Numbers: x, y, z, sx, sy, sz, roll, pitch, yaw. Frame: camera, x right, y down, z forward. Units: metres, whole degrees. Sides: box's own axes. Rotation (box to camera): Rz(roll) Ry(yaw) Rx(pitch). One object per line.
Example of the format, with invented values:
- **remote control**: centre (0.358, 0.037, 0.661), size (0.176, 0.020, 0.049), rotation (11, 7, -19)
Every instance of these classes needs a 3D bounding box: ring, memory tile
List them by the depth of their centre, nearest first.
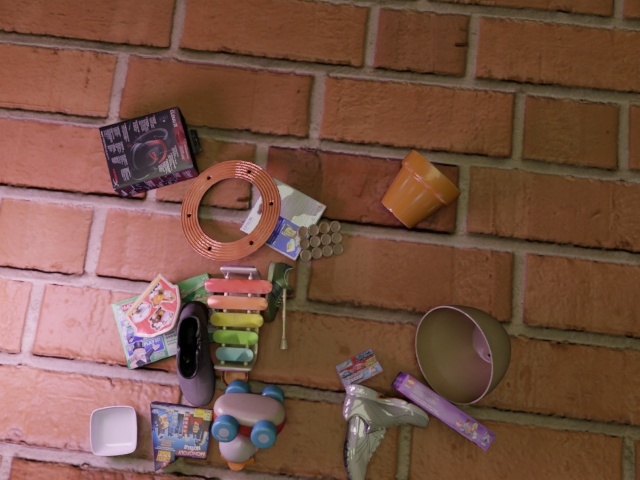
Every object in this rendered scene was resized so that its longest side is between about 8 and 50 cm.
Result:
- **memory tile**: centre (0.000, 0.000, 1.955), size (0.148, 0.012, 0.113), rotation (-10, 95, -18)
- **ring**: centre (-0.285, -0.095, 1.964), size (0.336, 0.032, 0.337), rotation (-4, 74, 13)

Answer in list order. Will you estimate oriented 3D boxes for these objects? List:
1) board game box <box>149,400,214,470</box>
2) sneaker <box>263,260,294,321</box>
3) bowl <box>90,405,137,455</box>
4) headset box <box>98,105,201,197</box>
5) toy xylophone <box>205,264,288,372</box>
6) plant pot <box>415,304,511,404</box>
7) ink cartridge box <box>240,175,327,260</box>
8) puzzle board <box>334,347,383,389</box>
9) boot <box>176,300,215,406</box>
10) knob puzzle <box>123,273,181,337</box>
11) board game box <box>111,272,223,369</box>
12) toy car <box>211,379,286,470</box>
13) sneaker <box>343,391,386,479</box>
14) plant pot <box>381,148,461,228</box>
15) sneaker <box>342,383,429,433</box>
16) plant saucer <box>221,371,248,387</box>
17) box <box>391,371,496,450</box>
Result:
- **board game box**: centre (-0.427, 0.595, 1.857), size (0.194, 0.060, 0.194), rotation (7, 81, 2)
- **sneaker**: centre (-0.125, 0.161, 1.928), size (0.086, 0.064, 0.192), rotation (4, 77, 6)
- **bowl**: centre (-0.618, 0.572, 1.866), size (0.141, 0.053, 0.142), rotation (-5, 81, 0)
- **headset box**: centre (-0.534, -0.287, 1.990), size (0.293, 0.110, 0.218), rotation (-17, 80, -2)
- **toy xylophone**: centre (-0.217, 0.230, 1.851), size (0.236, 0.081, 0.323), rotation (-6, 84, 5)
- **plant pot**: centre (0.448, 0.318, 1.816), size (0.190, 0.284, 0.284), rotation (-8, 77, -37)
- **ink cartridge box**: centre (-0.118, -0.070, 1.980), size (0.208, 0.045, 0.206), rotation (29, 82, 4)
- **puzzle board**: centre (0.116, 0.389, 1.882), size (0.128, 0.011, 0.096), rotation (-26, 39, -4)
- **boot**: centre (-0.374, 0.356, 1.782), size (0.118, 0.223, 0.338), rotation (-7, 101, -6)
- **knob puzzle**: centre (-0.493, 0.207, 1.846), size (0.213, 0.030, 0.213), rotation (-13, 56, 21)
- **board game box**: centre (-0.468, 0.251, 1.926), size (0.317, 0.046, 0.214), rotation (-18, 80, -3)
- **toy car**: centre (-0.215, 0.576, 1.817), size (0.210, 0.219, 0.238), rotation (8, 110, 0)
- **sneaker**: centre (0.134, 0.585, 1.832), size (0.129, 0.111, 0.297), rotation (5, 80, -3)
- **plant pot**: centre (0.299, -0.146, 1.925), size (0.205, 0.205, 0.188), rotation (44, 98, 7)
- **sneaker**: centre (0.183, 0.510, 1.782), size (0.262, 0.099, 0.121), rotation (20, 68, -2)
- **plant saucer**: centre (-0.265, 0.418, 1.910), size (0.083, 0.013, 0.084), rotation (0, 80, 0)
- **box**: centre (0.349, 0.490, 1.796), size (0.293, 0.201, 0.057), rotation (34, 82, 7)
